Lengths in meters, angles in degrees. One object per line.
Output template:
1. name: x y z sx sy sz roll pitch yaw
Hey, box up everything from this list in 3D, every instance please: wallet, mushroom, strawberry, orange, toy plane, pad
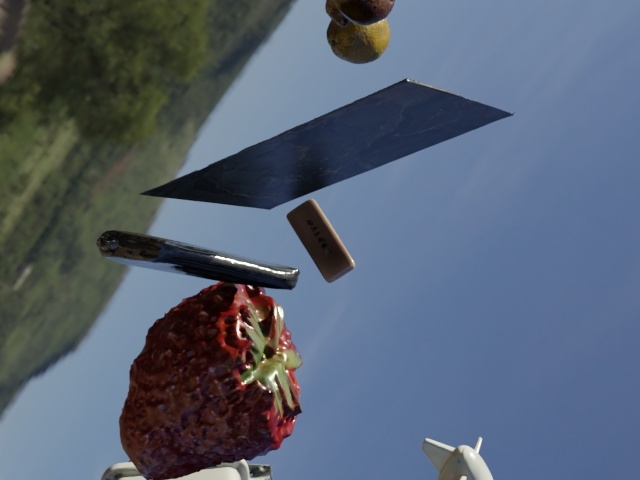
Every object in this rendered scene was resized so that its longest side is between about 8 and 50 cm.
1. wallet: -0.157 0.027 1.697 0.149 0.250 0.044 7 -95 51
2. mushroom: 0.040 -0.294 1.485 0.085 0.109 0.126 -10 -146 10
3. strawberry: -0.155 0.200 1.867 0.258 0.261 0.261 -18 -154 19
4. orange: 0.052 -0.293 1.861 0.095 0.085 0.085 -19 173 -30
5. toy plane: 0.187 0.396 1.893 0.252 0.118 0.252 17 90 -74
6. pad: 0.009 -0.098 1.479 0.368 0.007 0.248 -20 166 32

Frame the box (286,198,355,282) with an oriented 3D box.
1. box: 0.000 0.000 1.754 0.048 0.115 0.025 -31 161 -1

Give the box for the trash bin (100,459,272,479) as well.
1. trash bin: -0.197 0.509 2.089 0.367 0.296 0.255 -127 -144 -74
